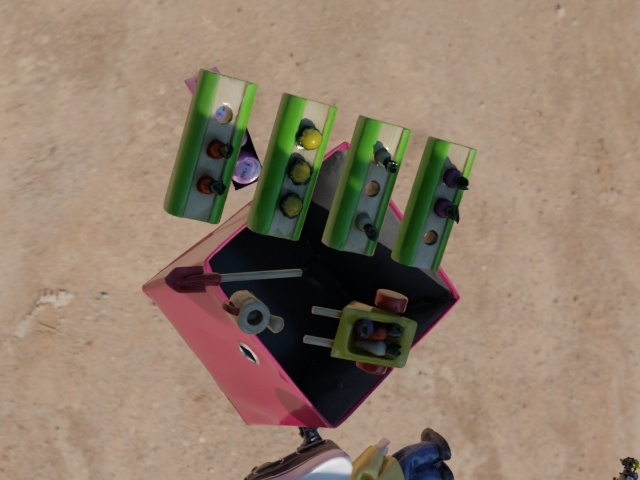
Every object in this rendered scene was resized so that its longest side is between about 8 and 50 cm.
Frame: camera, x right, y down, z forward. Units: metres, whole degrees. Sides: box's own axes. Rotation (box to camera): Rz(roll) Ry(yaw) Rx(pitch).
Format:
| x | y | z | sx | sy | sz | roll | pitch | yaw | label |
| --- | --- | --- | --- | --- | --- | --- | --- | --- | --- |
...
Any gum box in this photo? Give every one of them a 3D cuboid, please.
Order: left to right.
| x | y | z | sx | sy | sz | roll | pitch | yaw | label |
| --- | --- | --- | --- | --- | --- | --- | --- | --- | --- |
| -0.162 | -0.191 | 1.538 | 0.062 | 0.107 | 0.188 | -26 | 131 | -8 | gum box |

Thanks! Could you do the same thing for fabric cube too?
| x | y | z | sx | sy | sz | roll | pitch | yaw | label |
| --- | --- | --- | --- | --- | --- | --- | --- | --- | --- |
| -0.033 | 0.068 | 1.185 | 0.259 | 0.258 | 0.254 | -41 | 101 | -27 | fabric cube |

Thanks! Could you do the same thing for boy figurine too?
| x | y | z | sx | sy | sz | roll | pitch | yaw | label |
| --- | --- | --- | --- | --- | --- | --- | --- | --- | --- |
| 0.090 | 0.425 | 1.534 | 0.285 | 0.092 | 0.177 | -20 | 113 | -21 | boy figurine |

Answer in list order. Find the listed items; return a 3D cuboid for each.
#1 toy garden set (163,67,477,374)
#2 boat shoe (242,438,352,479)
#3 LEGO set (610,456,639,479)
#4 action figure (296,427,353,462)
| x | y | z | sx | sy | sz | roll | pitch | yaw | label |
| --- | --- | --- | --- | --- | --- | --- | --- | --- | --- |
| 0.000 | 0.000 | 0.708 | 0.244 | 0.049 | 0.204 | 12 | 101 | -27 | toy garden set |
| -0.067 | 0.355 | 1.335 | 0.228 | 0.076 | 0.080 | -26 | 119 | -11 | boat shoe |
| 0.594 | 0.402 | 1.351 | 0.255 | 0.331 | 0.192 | 46 | 63 | -27 | LEGO set |
| -0.011 | 0.499 | 1.740 | 0.178 | 0.330 | 0.341 | -23 | 83 | -25 | action figure |
